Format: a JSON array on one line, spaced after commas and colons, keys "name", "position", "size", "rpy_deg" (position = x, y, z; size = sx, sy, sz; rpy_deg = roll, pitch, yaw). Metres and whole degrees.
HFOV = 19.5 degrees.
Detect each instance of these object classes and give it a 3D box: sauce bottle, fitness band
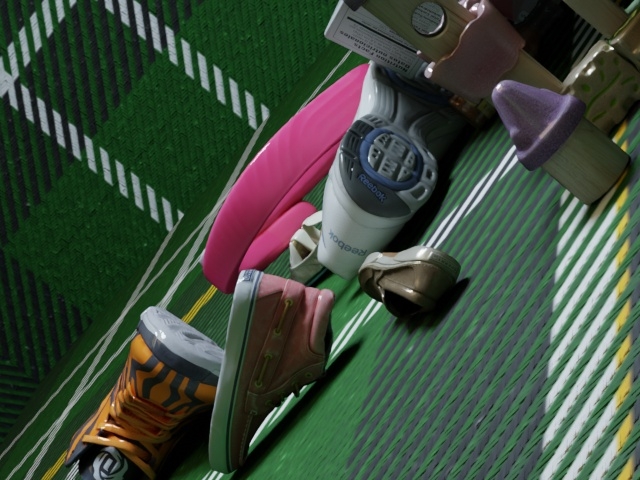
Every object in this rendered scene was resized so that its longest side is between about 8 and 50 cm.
[{"name": "sauce bottle", "position": [0.166, -0.158, 1.637], "size": [0.128, 0.042, 0.042], "rpy_deg": [-49, 8, -1]}, {"name": "fitness band", "position": [-0.023, -0.063, 1.786], "size": [0.291, 0.054, 0.209], "rpy_deg": [-44, -11, -49]}]

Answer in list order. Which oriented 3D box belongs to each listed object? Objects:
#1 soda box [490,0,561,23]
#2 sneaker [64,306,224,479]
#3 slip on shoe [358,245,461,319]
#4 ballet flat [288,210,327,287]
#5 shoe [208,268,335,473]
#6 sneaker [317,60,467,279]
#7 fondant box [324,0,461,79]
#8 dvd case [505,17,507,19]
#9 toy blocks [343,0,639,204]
[{"name": "soda box", "position": [0.222, -0.325, 1.676], "size": [0.083, 0.092, 0.263], "rpy_deg": [-77, 12, -60]}, {"name": "sneaker", "position": [-0.156, 0.169, 1.762], "size": [0.180, 0.124, 0.321], "rpy_deg": [-56, -2, -7]}, {"name": "slip on shoe", "position": [0.058, 0.036, 1.343], "size": [0.041, 0.051, 0.135], "rpy_deg": [-66, 18, -16]}, {"name": "ballet flat", "position": [0.000, 0.000, 1.811], "size": [0.057, 0.052, 0.168], "rpy_deg": [-55, 8, -29]}, {"name": "shoe", "position": [-0.038, 0.112, 1.484], "size": [0.063, 0.081, 0.178], "rpy_deg": [-65, -14, -69]}, {"name": "sneaker", "position": [0.057, -0.080, 1.679], "size": [0.129, 0.111, 0.297], "rpy_deg": [-60, -2, 37]}, {"name": "fondant box", "position": [0.120, -0.308, 1.545], "size": [0.238, 0.096, 0.330], "rpy_deg": [-66, 5, -20]}, {"name": "dvd case", "position": [0.195, -0.271, 1.923], "size": [0.119, 0.013, 0.087], "rpy_deg": [-51, -29, -8]}, {"name": "toy blocks", "position": [0.147, -0.217, 1.202], "size": [0.288, 0.260, 0.309], "rpy_deg": [-49, 8, 13]}]
